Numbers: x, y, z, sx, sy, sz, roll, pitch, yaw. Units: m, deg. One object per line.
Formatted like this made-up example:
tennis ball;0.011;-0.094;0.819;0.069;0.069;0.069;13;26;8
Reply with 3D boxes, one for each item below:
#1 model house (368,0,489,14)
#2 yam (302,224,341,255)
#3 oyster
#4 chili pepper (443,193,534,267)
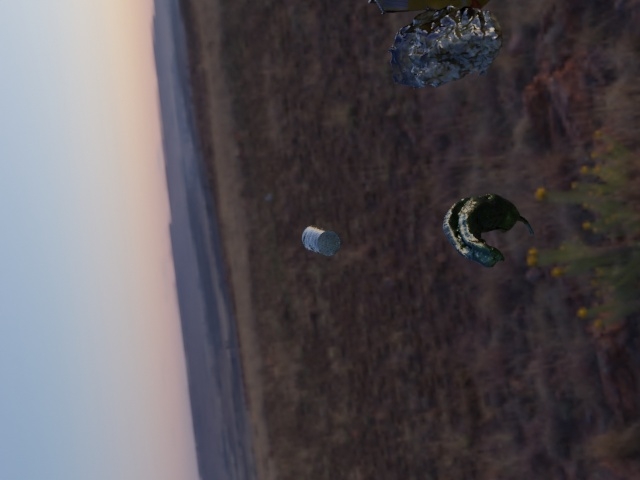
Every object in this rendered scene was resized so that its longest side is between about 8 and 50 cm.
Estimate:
model house;0.120;-0.412;1.293;0.136;0.207;0.219;-147;59;-63
yam;0.000;0.000;1.858;0.132;0.054;0.054;-160;63;-75
oyster;0.148;-0.235;1.163;0.177;0.056;0.105;20;87;48
chili pepper;0.268;-0.029;1.535;0.065;0.122;0.279;-53;-12;29
